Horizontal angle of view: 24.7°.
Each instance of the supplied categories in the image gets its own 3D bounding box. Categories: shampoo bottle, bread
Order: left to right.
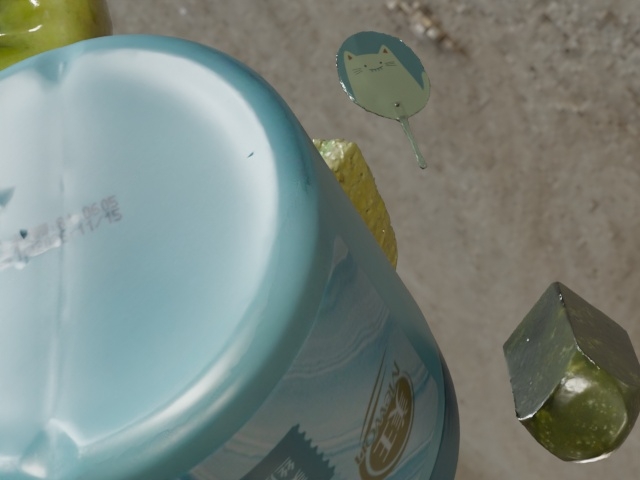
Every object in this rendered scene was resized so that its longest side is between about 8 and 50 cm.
[{"bbox_3d":[-0.104,0.080,1.001,0.331,0.331,0.342,37,168,34],"label":"shampoo bottle"},{"bbox_3d":[0.000,0.000,1.542,0.102,0.138,0.196,6,137,39],"label":"bread"}]

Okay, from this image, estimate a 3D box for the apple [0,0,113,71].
[{"bbox_3d":[-0.335,-0.153,1.310,0.338,0.338,0.305,47,137,-12],"label":"apple"}]

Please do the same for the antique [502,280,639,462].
[{"bbox_3d":[0.206,0.112,1.184,0.080,0.081,0.221,35,-166,-5],"label":"antique"}]

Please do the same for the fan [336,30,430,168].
[{"bbox_3d":[0.079,-0.153,1.580,0.005,0.113,0.175,-50,58,53],"label":"fan"}]
